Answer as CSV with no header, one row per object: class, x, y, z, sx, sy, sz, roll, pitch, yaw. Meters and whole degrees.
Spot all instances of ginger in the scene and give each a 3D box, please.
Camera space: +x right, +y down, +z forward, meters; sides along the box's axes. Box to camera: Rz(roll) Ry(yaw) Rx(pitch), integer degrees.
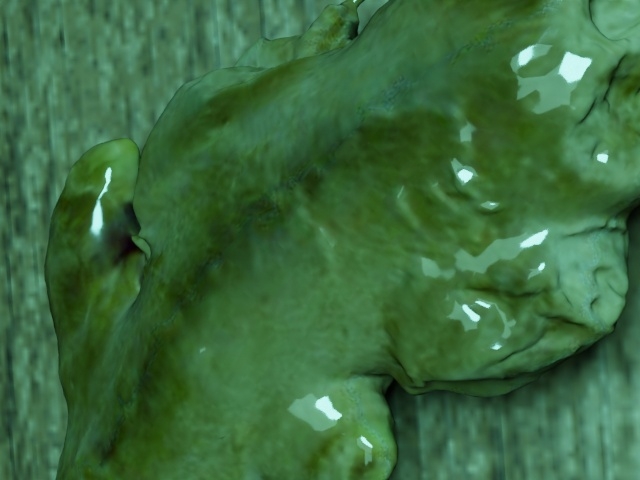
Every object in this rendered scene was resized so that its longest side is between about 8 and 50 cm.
ginger,0.001,-0.001,0.547,0.333,0.080,0.166,-50,56,25
